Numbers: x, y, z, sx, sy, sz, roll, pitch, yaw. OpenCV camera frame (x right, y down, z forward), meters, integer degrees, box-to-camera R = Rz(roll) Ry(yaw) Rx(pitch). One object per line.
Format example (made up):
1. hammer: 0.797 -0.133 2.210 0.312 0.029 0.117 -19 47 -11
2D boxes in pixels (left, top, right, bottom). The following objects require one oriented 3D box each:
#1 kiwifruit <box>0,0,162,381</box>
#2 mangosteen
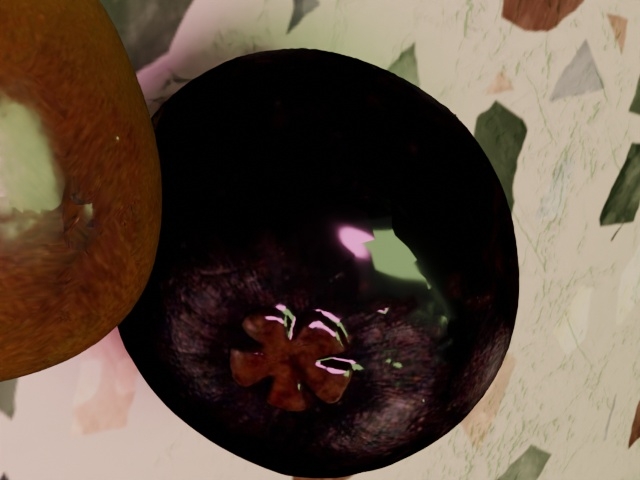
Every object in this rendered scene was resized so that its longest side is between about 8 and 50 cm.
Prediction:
1. kiwifruit: -0.180 -0.046 0.755 0.196 0.196 0.234 -27 120 -37
2. mangosteen: 0.000 0.000 0.957 0.302 0.275 0.275 -70 161 -60
